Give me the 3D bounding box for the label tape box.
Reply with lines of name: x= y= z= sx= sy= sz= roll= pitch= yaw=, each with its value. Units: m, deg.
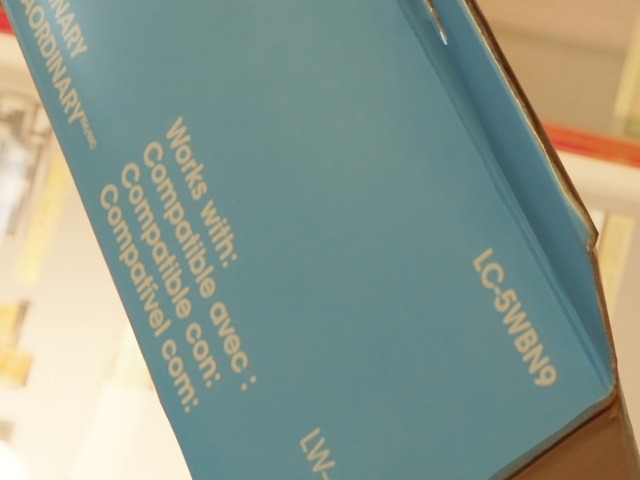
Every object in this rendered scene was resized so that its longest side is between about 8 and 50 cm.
label tape box: x=0.000 y=0.000 z=0.546 sx=0.240 sy=0.106 sz=0.333 roll=65 pitch=-178 yaw=30
